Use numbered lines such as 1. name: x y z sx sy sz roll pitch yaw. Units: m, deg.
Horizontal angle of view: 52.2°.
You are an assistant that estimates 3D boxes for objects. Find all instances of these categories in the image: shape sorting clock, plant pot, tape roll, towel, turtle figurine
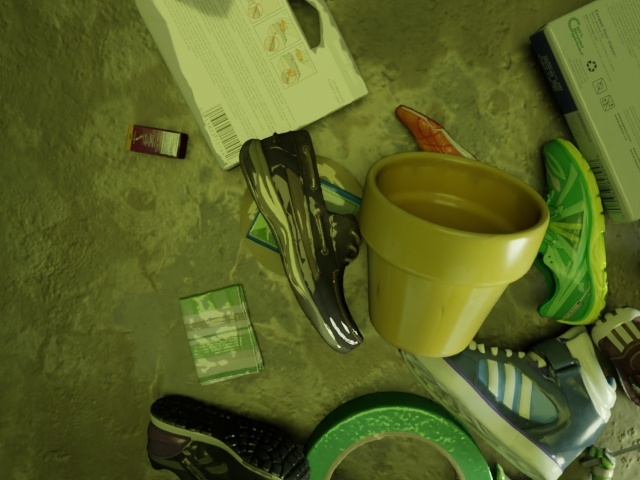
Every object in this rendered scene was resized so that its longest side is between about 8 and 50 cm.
1. shape sorting clock: -0.027 -0.036 1.053 0.206 0.040 0.206 -1 99 -3
2. plant pot: 0.171 0.028 0.955 0.254 0.254 0.238 10 122 0
3. tape roll: 0.118 0.415 1.075 0.322 0.077 0.321 0 96 1
4. towel: -0.166 0.158 1.082 0.113 0.023 0.151 -14 95 1
5. turtle figurine: 0.414 0.404 1.014 0.267 0.274 0.197 5 61 4

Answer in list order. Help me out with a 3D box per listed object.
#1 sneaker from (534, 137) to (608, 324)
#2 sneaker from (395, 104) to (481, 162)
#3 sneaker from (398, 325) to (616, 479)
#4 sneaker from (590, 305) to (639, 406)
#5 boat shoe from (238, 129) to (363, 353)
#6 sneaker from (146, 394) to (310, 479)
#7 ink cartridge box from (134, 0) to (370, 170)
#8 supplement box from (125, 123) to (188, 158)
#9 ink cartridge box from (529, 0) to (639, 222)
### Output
1. sneaker: 0.369 -0.015 1.013 0.124 0.109 0.295 -5 87 12
2. sneaker: 0.180 -0.146 1.031 0.175 0.064 0.067 43 103 -1
3. sneaker: 0.311 0.197 1.045 0.323 0.130 0.236 42 75 11
4. sneaker: 0.517 0.231 0.973 0.106 0.162 0.281 -42 117 17
5. boat shoe: 0.000 0.000 0.974 0.130 0.132 0.355 -23 101 1
6. sneaker: -0.151 0.357 1.053 0.283 0.107 0.124 18 107 19
7. ink cartridge box: -0.104 -0.296 1.019 0.261 0.066 0.296 -26 95 3
8. supplement box: -0.259 -0.157 1.039 0.083 0.055 0.043 10 95 -1
9. ink cartridge box: 0.534 -0.240 1.007 0.330 0.071 0.324 -26 94 -9
